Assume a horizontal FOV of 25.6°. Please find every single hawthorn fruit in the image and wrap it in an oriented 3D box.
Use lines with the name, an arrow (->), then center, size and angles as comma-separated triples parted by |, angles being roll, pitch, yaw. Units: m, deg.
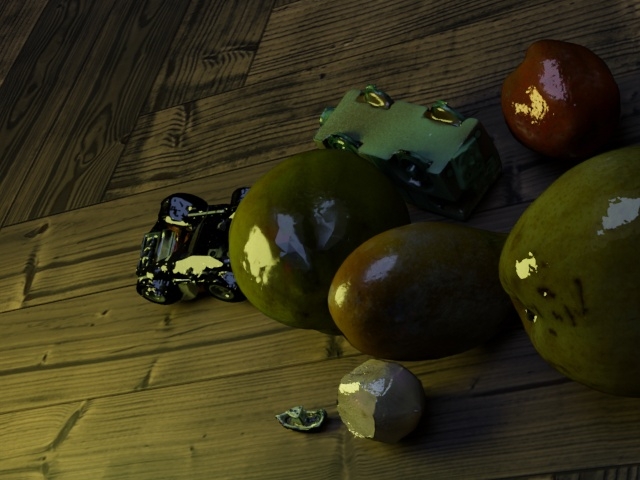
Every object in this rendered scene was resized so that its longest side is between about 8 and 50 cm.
hawthorn fruit -> 0.357, -0.206, 2.073 | 0.189, 0.189, 0.189 | -21, 38, 18

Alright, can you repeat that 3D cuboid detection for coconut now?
coconut -> 0.085, 0.214, 1.858 | 0.124, 0.110, 0.110 | 4, 50, 49

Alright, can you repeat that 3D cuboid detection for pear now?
pear -> 0.000, 0.000, 2.049 | 0.269, 0.269, 0.321 | -25, 37, 13
pear -> 0.366, 0.034, 1.685 | 0.303, 0.304, 0.304 | -21, 38, 18

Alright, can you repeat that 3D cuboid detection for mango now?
mango -> 0.163, 0.062, 1.883 | 0.316, 0.193, 0.146 | -13, 30, -18

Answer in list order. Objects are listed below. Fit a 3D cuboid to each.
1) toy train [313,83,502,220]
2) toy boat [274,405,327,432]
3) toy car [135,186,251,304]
toy train -> 0.132, -0.141, 2.191 | 0.326, 0.159, 0.129 | 19, 64, 44
toy boat -> -0.028, 0.249, 1.969 | 0.083, 0.038, 0.038 | -6, 44, 33
toy car -> -0.168, 0.021, 2.274 | 0.301, 0.118, 0.193 | -2, 55, 36
